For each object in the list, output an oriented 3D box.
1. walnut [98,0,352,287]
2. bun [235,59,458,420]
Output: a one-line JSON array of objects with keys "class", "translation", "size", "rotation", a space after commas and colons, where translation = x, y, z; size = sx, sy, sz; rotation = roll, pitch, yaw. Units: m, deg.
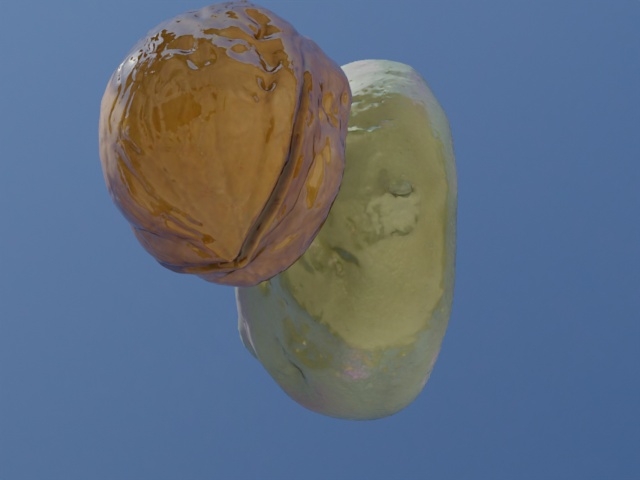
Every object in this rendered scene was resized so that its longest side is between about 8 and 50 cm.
[{"class": "walnut", "translation": [-0.055, -0.054, 1.060], "size": [0.144, 0.144, 0.180], "rotation": [4, -134, -3]}, {"class": "bun", "translation": [0.000, 0.000, 1.474], "size": [0.179, 0.283, 0.283], "rotation": [5, -110, -8]}]
